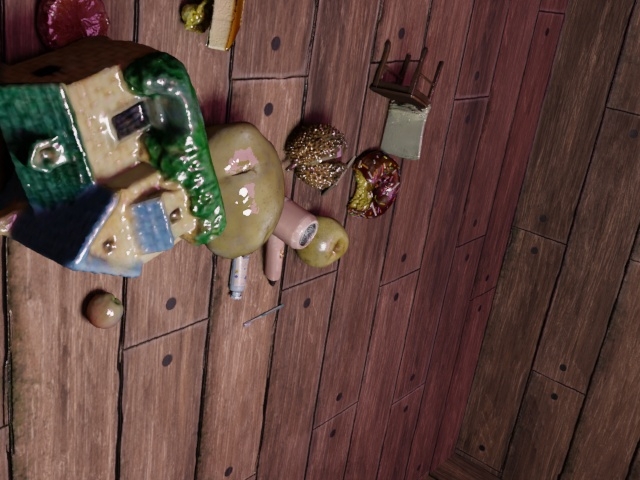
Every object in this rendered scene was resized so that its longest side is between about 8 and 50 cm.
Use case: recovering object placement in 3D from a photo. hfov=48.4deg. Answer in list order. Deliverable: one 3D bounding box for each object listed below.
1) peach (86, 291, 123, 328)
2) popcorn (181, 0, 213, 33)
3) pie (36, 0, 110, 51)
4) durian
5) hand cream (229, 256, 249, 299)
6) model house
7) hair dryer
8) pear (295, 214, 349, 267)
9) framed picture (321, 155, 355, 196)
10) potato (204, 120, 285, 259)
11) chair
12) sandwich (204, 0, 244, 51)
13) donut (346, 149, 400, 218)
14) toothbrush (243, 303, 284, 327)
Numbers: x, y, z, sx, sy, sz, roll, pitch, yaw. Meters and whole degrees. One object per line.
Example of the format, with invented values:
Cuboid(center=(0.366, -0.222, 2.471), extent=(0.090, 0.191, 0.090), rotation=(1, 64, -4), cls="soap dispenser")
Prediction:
Cuboid(center=(-0.484, 0.157, 1.591), extent=(0.083, 0.083, 0.083), rotation=(-31, 133, -41), cls="peach")
Cuboid(center=(-0.261, -0.484, 1.525), extent=(0.068, 0.060, 0.083), rotation=(35, 105, -26), cls="popcorn")
Cuboid(center=(-0.457, -0.408, 1.327), extent=(0.153, 0.038, 0.154), rotation=(-34, 137, -39), cls="pie")
Cuboid(center=(-0.016, -0.229, 1.964), extent=(0.196, 0.167, 0.196), rotation=(-5, 99, -31), cls="durian")
Cuboid(center=(-0.221, 0.076, 1.941), extent=(0.065, 0.043, 0.171), rotation=(-13, 115, -57), cls="hand cream")
Cuboid(center=(-0.420, -0.134, 1.284), extent=(0.342, 0.334, 0.382), rotation=(-36, 134, -39), cls="model house")
Cuboid(center=(-0.111, 0.020, 1.965), extent=(0.106, 0.189, 0.344), rotation=(-40, 153, -34), cls="hair dryer")
Cuboid(center=(0.000, 0.000, 2.118), extent=(0.167, 0.136, 0.167), rotation=(-36, 139, -38), cls="pear")
Cuboid(center=(0.052, -0.189, 2.104), extent=(0.109, 0.011, 0.149), rotation=(-56, -173, -16), cls="framed picture")
Cuboid(center=(-0.202, -0.124, 1.686), extent=(0.243, 0.220, 0.327), rotation=(-45, 129, -42), cls="potato")
Cuboid(center=(0.252, -0.427, 2.193), extent=(0.186, 0.160, 0.319), rotation=(9, 99, -59), cls="chair")
Cuboid(center=(-0.203, -0.492, 1.558), extent=(0.162, 0.058, 0.193), rotation=(135, -36, -88), cls="sandwich")
Cuboid(center=(0.180, -0.173, 2.298), extent=(0.216, 0.095, 0.231), rotation=(-4, 112, -53), cls="donut")
Cuboid(center=(-0.168, 0.224, 2.127), extent=(0.167, 0.011, 0.014), rotation=(-24, 133, -45), cls="toothbrush")
